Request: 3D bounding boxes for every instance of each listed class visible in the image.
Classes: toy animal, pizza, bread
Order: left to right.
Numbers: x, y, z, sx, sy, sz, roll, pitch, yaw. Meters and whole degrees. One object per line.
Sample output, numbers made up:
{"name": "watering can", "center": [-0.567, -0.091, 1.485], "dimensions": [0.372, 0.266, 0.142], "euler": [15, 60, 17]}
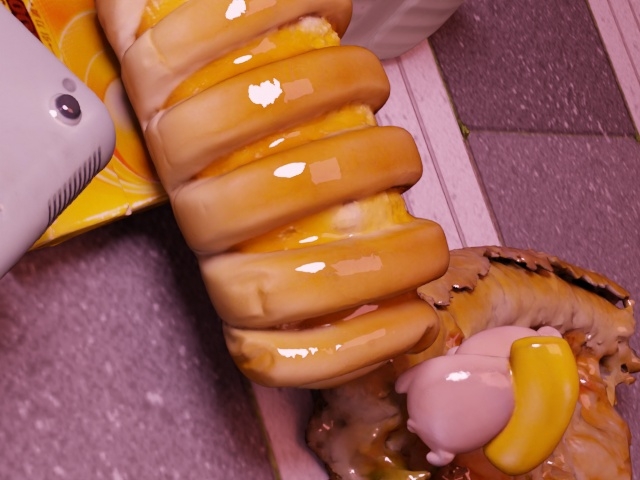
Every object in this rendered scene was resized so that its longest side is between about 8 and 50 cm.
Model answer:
{"name": "bread", "center": [-0.024, -0.068, 0.858], "dimensions": [0.173, 0.121, 0.311], "euler": [-17, 83, -59]}
{"name": "toy animal", "center": [0.105, 0.097, 0.929], "dimensions": [0.082, 0.114, 0.091], "euler": [-114, -172, -65]}
{"name": "pizza", "center": [0.133, 0.145, 1.060], "dimensions": [0.392, 0.080, 0.435], "euler": [36, 41, -38]}

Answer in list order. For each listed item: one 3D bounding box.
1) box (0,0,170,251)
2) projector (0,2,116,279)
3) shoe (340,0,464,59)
{"name": "box", "center": [-0.119, -0.092, 0.886], "dimensions": [0.269, 0.043, 0.152], "euler": [-24, 89, -58]}
{"name": "projector", "center": [-0.229, -0.065, 0.616], "dimensions": [0.250, 0.108, 0.198], "euler": [44, 35, -8]}
{"name": "shoe", "center": [0.018, -0.235, 1.120], "dimensions": [0.160, 0.132, 0.363], "euler": [51, 26, 10]}
